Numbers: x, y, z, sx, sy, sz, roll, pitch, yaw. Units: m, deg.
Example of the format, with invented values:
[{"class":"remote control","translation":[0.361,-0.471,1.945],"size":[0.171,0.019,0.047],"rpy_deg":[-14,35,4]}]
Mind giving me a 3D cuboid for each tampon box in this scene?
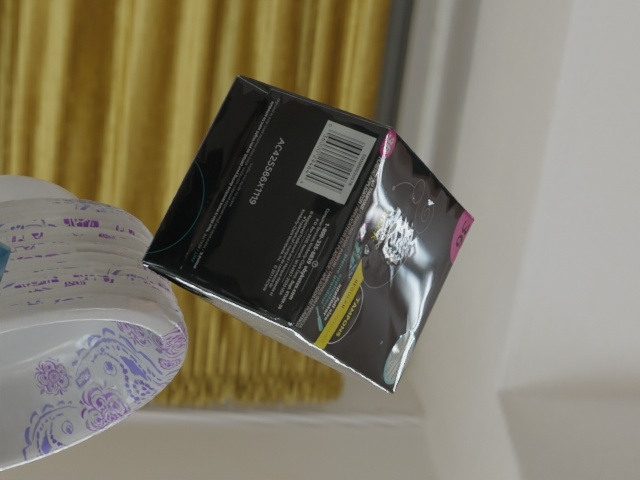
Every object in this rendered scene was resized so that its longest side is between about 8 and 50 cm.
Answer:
[{"class":"tampon box","translation":[0.000,0.000,0.897],"size":[0.101,0.120,0.161],"rpy_deg":[23,173,28]}]

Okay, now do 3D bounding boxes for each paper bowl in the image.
[{"class":"paper bowl","translation":[-0.252,0.059,1.172],"size":[0.284,0.284,0.148],"rpy_deg":[-9,-116,-30]}]

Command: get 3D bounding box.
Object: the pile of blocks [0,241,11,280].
[{"class":"pile of blocks","translation":[-0.225,-0.056,0.805],"size":[0.149,0.113,0.362],"rpy_deg":[1,-143,-38]}]
